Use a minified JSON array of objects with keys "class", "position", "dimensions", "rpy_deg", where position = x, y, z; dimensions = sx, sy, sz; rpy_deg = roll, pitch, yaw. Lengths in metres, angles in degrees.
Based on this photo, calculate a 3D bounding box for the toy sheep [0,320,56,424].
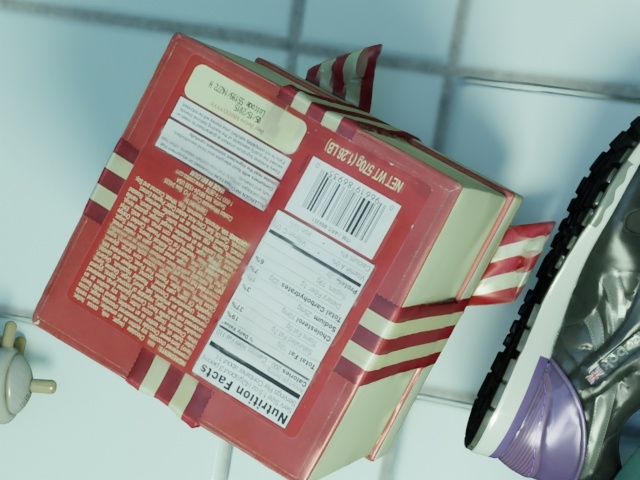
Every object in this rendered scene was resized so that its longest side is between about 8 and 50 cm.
[{"class":"toy sheep","position":[-0.277,0.110,1.264],"dimensions":[0.132,0.091,0.091],"rpy_deg":[2,90,10]}]

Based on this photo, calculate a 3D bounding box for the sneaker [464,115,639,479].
[{"class":"sneaker","position":[0.218,0.047,1.133],"dimensions":[0.124,0.107,0.283],"rpy_deg":[25,100,0]}]

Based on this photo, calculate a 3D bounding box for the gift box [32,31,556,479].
[{"class":"gift box","position":[0.000,0.000,1.097],"dimensions":[0.255,0.258,0.276],"rpy_deg":[34,97,13]}]

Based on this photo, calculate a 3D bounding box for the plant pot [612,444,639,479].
[{"class":"plant pot","position":[0.260,0.239,1.053],"dimensions":[0.166,0.166,0.234],"rpy_deg":[22,91,-7]}]
